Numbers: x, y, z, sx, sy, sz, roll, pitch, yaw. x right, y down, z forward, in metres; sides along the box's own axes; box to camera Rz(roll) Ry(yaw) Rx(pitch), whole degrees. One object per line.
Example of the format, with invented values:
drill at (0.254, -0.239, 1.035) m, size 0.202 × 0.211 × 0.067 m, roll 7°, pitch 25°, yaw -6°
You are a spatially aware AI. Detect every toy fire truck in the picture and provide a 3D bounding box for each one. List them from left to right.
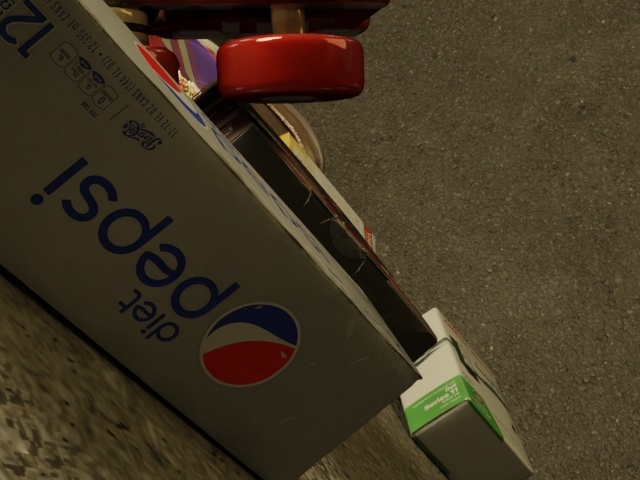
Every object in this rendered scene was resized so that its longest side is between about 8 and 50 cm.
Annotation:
toy fire truck at (-0.099, -0.177, 0.775) m, size 0.254 × 0.302 × 0.169 m, roll -164°, pitch -110°, yaw -82°

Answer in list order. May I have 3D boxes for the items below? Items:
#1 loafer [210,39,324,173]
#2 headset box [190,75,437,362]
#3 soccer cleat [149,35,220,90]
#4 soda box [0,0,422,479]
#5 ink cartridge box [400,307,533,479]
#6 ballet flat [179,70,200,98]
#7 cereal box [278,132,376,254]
loafer at (-0.153, -0.180, 1.445) m, size 0.366 × 0.134 × 0.130 m, roll 42°, pitch 19°, yaw 11°
headset box at (-0.037, -0.002, 0.840) m, size 0.218 × 0.110 × 0.293 m, roll 49°, pitch 3°, yaw -19°
soccer cleat at (-0.191, -0.202, 1.219) m, size 0.318 × 0.108 × 0.116 m, roll 26°, pitch 52°, yaw -67°
soda box at (-0.074, -0.006, 0.477) m, size 0.286 × 0.098 × 0.091 m, roll 48°, pitch 5°, yaw -38°
ink cartridge box at (0.169, 0.203, 1.315) m, size 0.153 × 0.087 × 0.208 m, roll 48°, pitch 13°, yaw -25°
ballet flat at (-0.113, -0.076, 1.135) m, size 0.241 × 0.091 × 0.077 m, roll 46°, pitch 34°, yaw -11°
cereal box at (0.000, 0.000, 1.360) m, size 0.240 × 0.047 × 0.173 m, roll 49°, pitch 31°, yaw -41°
